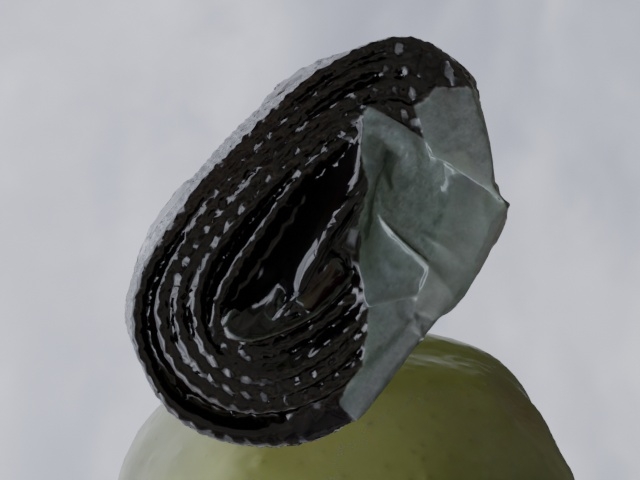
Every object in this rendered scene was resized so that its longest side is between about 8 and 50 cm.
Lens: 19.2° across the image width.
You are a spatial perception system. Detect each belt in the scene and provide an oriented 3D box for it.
[{"bbox_3d":[0.000,0.000,1.216,0.184,0.289,0.164,39,179,-5],"label":"belt"}]

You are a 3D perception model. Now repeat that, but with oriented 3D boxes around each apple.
[{"bbox_3d":[0.031,0.308,1.832,0.473,0.473,0.474,23,-117,-59],"label":"apple"}]
